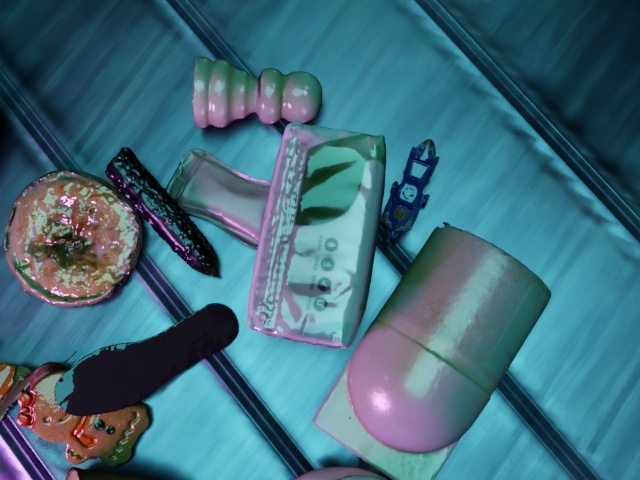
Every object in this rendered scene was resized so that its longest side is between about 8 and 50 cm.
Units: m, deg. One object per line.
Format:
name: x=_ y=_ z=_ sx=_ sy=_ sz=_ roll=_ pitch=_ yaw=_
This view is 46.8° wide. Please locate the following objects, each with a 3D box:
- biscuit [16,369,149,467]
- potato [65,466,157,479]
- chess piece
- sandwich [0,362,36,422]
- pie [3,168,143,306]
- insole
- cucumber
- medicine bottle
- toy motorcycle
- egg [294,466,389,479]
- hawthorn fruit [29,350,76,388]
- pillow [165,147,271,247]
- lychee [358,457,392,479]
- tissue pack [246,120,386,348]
biscuit: x=-0.426 y=0.314 z=1.326 sx=0.225 sy=0.036 sz=0.166 roll=32 pitch=83 yaw=-13
potato: x=-0.308 y=0.465 z=1.281 sx=0.255 sy=0.269 sz=0.112 roll=14 pitch=80 yaw=-23
chess piece: x=-0.118 y=-0.277 z=1.413 sx=0.243 sy=0.133 sz=0.133 roll=2 pitch=80 yaw=-4
sandwich: x=-0.685 y=0.279 z=1.363 sx=0.212 sy=0.063 sz=0.245 roll=36 pitch=82 yaw=9
pie: x=-0.470 y=-0.007 z=1.406 sx=0.274 sy=0.055 sz=0.274 roll=0 pitch=81 yaw=3
insole: x=-0.310 y=0.216 z=1.344 sx=0.348 sy=0.009 sz=0.119 roll=-27 pitch=94 yaw=-16
cucumber: x=-0.288 y=-0.045 z=1.388 sx=0.072 sy=0.072 sz=0.300 roll=-42 pitch=88 yaw=-5
medicine bottle: x=0.187 y=0.201 z=1.253 sx=0.235 sy=0.236 sz=0.406 roll=33 pitch=83 yaw=7
toy motorcycle: x=0.161 y=-0.082 z=1.364 sx=0.076 sy=0.114 sz=0.205 roll=23 pitch=83 yaw=7
egg: x=0.047 y=0.498 z=1.251 sx=0.286 sy=0.174 sz=0.264 roll=41 pitch=91 yaw=-15
hawthorn fruit: x=-0.487 y=0.245 z=1.360 sx=0.066 sy=0.067 sz=0.103 roll=37 pitch=83 yaw=8
pillow: x=-0.182 y=-0.083 z=1.414 sx=0.232 sy=0.038 sz=0.131 roll=25 pitch=85 yaw=7
lychee: x=0.105 y=0.399 z=1.313 sx=0.067 sy=0.068 sz=0.083 roll=-17 pitch=74 yaw=-42
tissue pack: x=0.002 y=0.001 z=1.280 sx=0.193 sy=0.266 sz=0.357 roll=10 pitch=82 yaw=4
